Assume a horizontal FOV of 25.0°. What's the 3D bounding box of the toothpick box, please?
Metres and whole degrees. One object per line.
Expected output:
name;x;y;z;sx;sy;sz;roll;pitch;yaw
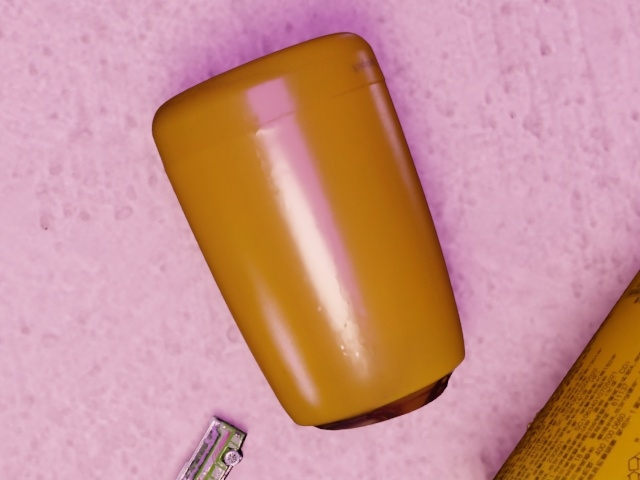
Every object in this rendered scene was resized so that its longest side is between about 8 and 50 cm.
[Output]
toothpick box;0.000;0.000;1.064;0.175;0.175;0.271;-21;93;-2

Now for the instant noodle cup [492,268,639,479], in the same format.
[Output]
instant noodle cup;0.297;0.156;1.014;0.325;0.325;0.254;30;79;-1

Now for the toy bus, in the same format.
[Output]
toy bus;-0.089;0.181;1.126;0.037;0.031;0.083;31;87;4
